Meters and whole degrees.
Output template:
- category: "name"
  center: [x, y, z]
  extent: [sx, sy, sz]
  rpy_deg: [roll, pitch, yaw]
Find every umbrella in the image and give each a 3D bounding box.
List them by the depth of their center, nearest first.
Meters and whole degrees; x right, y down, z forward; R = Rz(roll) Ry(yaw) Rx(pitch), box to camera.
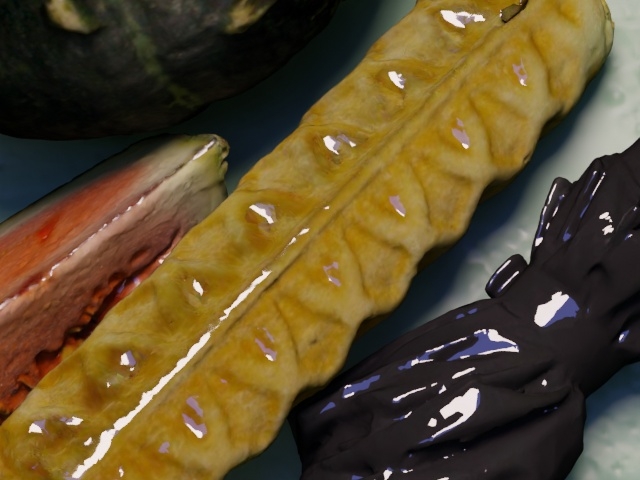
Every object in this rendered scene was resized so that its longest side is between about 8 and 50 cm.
- category: "umbrella"
  center: [0.124, 0.021, 0.806]
  extent: [0.340, 0.118, 0.118]
  rpy_deg: [-42, 75, -5]

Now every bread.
- category: "bread"
  center: [-0.001, 0.000, 0.795]
  extent: [0.367, 0.077, 0.084]
  rpy_deg: [-46, 105, -21]

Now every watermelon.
- category: "watermelon"
  center: [-0.148, 0.092, 0.816]
  extent: [0.303, 0.159, 0.128]
  rpy_deg: [-44, 108, -22]

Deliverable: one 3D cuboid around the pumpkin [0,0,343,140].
- category: "pumpkin"
  center: [-0.110, -0.199, 0.814]
  extent: [0.323, 0.241, 0.323]
  rpy_deg: [-4, 75, 15]
